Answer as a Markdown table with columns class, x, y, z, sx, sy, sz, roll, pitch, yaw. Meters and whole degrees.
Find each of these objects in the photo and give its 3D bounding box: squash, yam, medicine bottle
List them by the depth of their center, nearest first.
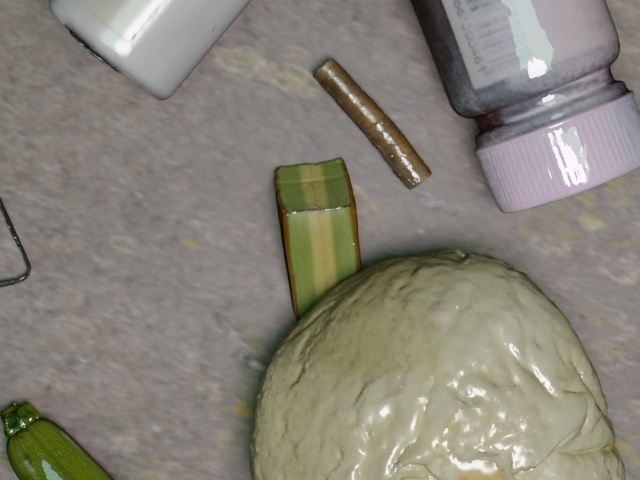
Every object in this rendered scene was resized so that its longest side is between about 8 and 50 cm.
| class | x | y | z | sx | sy | sz | roll | pitch | yaw |
| --- | --- | --- | --- | --- | --- | --- | --- | --- | --- |
| medicine bottle | -0.114 | -0.264 | 1.242 | 0.143 | 0.143 | 0.258 | 40 | 93 | -3 |
| medicine bottle | 0.183 | -0.175 | 1.244 | 0.165 | 0.165 | 0.273 | -22 | 95 | 0 |
| yam | 0.050 | -0.111 | 1.311 | 0.032 | 0.032 | 0.145 | -41 | 94 | 2 |
| squash | -0.213 | 0.254 | 1.313 | 0.258 | 0.069 | 0.069 | 42 | 92 | -3 |

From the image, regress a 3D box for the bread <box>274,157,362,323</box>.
| class | x | y | z | sx | sy | sz | roll | pitch | yaw |
| --- | --- | --- | --- | --- | --- | --- | --- | --- | --- |
| bread | 0.001 | 0.004 | 1.327 | 0.074 | 0.084 | 0.139 | -9 | 125 | -1 |

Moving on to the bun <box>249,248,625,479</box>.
| class | x | y | z | sx | sy | sz | roll | pitch | yaw |
| --- | --- | --- | --- | --- | --- | --- | --- | --- | --- |
| bun | 0.110 | 0.190 | 1.233 | 0.349 | 0.227 | 0.352 | 27 | 95 | -3 |

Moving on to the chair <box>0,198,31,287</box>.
| class | x | y | z | sx | sy | sz | roll | pitch | yaw |
| --- | --- | --- | --- | --- | --- | --- | --- | --- | --- |
| chair | -0.404 | 0.017 | 1.260 | 0.221 | 0.140 | 0.145 | -23 | 93 | 2 |
